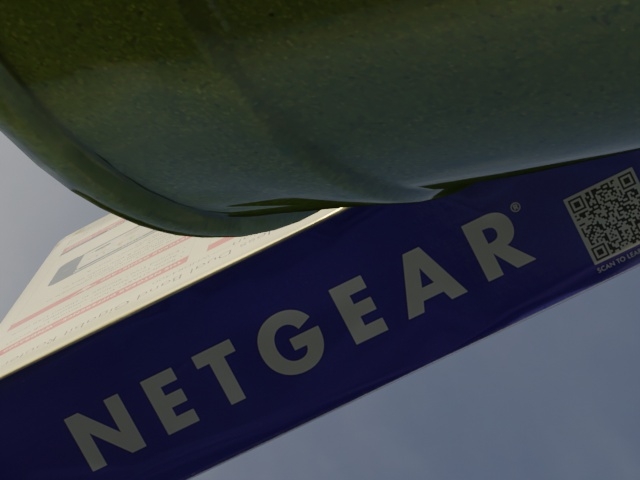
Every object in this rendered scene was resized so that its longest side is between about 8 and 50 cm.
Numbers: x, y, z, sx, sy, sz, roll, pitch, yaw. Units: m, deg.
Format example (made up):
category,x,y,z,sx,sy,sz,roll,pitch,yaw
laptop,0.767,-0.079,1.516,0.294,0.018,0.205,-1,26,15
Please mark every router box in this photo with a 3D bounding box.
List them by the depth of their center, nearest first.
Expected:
category,x,y,z,sx,sy,sz,roll,pitch,yaw
router box,0.000,0.000,0.919,0.335,0.301,0.082,-26,-78,9

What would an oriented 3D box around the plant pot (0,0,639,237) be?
category,x,y,z,sx,sy,sz,roll,pitch,yaw
plant pot,0.115,-0.182,0.477,0.353,0.366,0.366,1,-88,31
